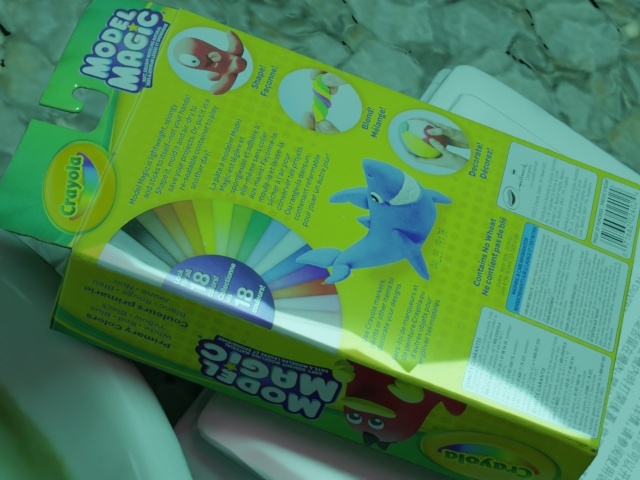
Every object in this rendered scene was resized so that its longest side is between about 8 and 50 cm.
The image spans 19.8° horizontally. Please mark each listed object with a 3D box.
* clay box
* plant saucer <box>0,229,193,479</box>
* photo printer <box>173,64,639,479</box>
[{"bbox_3d":[0.000,0.000,0.666,0.222,0.053,0.127,21,50,-2],"label":"clay box"},{"bbox_3d":[-0.235,0.125,0.573,0.400,0.100,0.400,10,47,-11],"label":"plant saucer"},{"bbox_3d":[0.115,0.098,0.746,0.307,0.107,0.256,34,52,2],"label":"photo printer"}]
